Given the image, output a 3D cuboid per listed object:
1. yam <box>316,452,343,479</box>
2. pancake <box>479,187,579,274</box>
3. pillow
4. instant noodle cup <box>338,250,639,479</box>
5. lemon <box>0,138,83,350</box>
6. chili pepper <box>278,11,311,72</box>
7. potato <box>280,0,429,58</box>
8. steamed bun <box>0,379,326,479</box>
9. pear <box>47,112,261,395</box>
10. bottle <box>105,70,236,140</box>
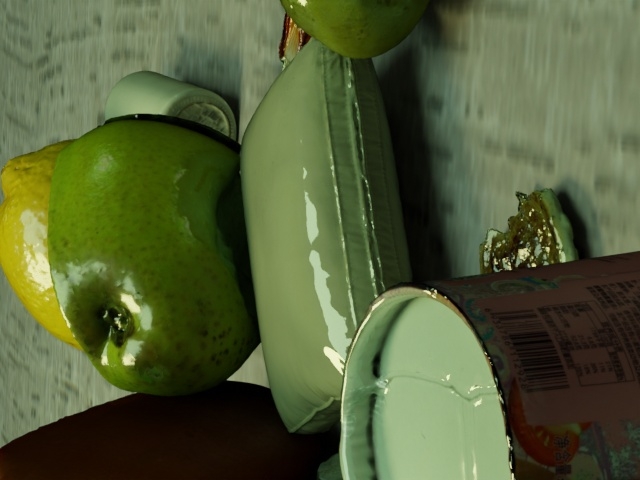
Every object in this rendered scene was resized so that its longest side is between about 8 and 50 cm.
[{"bbox_3d":[0.028,0.286,1.264,0.078,0.078,0.179,19,107,62],"label":"yam"},{"bbox_3d":[0.161,0.023,1.044,0.129,0.022,0.116,116,143,-50],"label":"pancake"},{"bbox_3d":[0.000,0.000,1.245,0.255,0.120,0.322,134,130,-64],"label":"pillow"},{"bbox_3d":[0.156,0.116,0.826,0.243,0.231,0.243,9,100,62],"label":"instant noodle cup"},{"bbox_3d":[-0.264,0.010,1.650,0.263,0.236,0.236,54,179,-41],"label":"lemon"},{"bbox_3d":[-0.011,-0.241,1.367,0.045,0.027,0.178,49,134,46],"label":"chili pepper"},{"bbox_3d":[0.028,-0.277,1.118,0.148,0.186,0.253,8,94,37],"label":"potato"},{"bbox_3d":[-0.133,0.280,1.307,0.248,0.379,0.235,13,105,31],"label":"steamed bun"},{"bbox_3d":[-0.143,0.030,1.348,0.159,0.292,0.292,-20,69,22],"label":"pear"},{"bbox_3d":[-0.192,-0.146,1.651,0.245,0.104,0.104,25,113,60],"label":"bottle"}]
